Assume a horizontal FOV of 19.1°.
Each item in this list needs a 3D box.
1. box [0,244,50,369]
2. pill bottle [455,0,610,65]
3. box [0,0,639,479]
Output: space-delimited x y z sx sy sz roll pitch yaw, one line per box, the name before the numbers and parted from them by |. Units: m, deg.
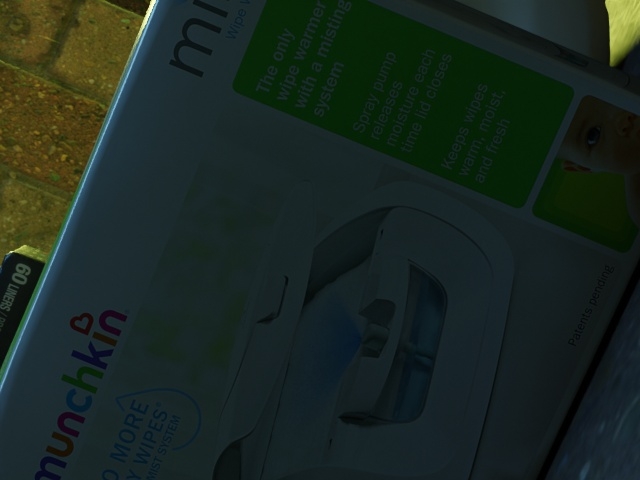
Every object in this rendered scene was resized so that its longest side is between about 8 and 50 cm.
box | -0.120 0.128 1.328 0.143 0.270 0.165 -162 94 -84
pill bottle | 0.006 -0.066 1.136 0.392 0.224 0.224 132 160 -73
box | 0.001 0.012 0.846 0.127 0.231 0.262 -92 26 -77
